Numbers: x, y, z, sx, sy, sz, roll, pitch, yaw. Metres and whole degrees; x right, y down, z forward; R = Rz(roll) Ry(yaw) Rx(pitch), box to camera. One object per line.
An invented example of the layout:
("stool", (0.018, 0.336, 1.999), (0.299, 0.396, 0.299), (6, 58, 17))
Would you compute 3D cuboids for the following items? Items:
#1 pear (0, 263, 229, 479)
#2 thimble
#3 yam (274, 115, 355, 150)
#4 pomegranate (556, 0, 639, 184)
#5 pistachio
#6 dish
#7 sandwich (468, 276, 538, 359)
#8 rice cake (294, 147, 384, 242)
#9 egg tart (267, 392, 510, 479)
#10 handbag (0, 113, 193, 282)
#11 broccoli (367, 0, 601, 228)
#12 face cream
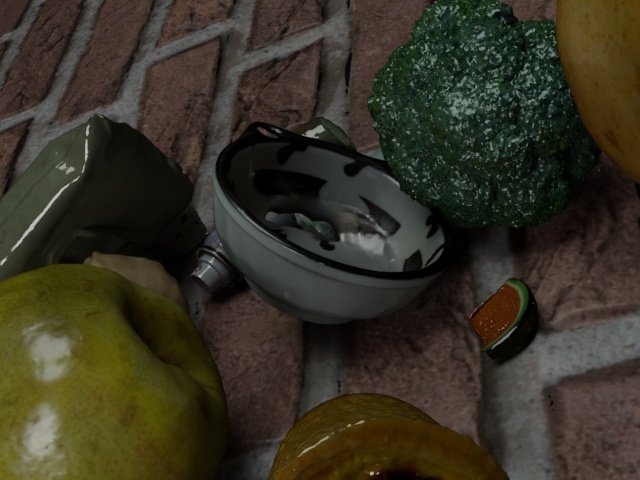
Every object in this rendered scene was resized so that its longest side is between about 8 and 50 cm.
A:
("pear", (-0.248, 0.176, 1.208), (0.304, 0.304, 0.304), (-21, 32, 14))
("thimble", (-0.207, -0.013, 1.664), (0.110, 0.062, 0.084), (-17, 34, 22))
("yam", (-0.030, -0.114, 1.661), (0.146, 0.069, 0.069), (-27, 31, 3))
("pomegranate", (0.415, -0.218, 1.123), (0.417, 0.416, 0.416), (-21, 32, 14))
("pistachio", (-0.233, 0.084, 1.456), (0.157, 0.157, 0.229), (-34, 7, -7))
("dish", (0.000, 0.000, 1.355), (0.303, 0.303, 0.120), (-90, 20, -60))
("sandwich", (0.185, 0.077, 1.243), (0.069, 0.026, 0.101), (-30, 27, 8))
("rice cake", (0.073, -0.076, 1.542), (0.222, 0.042, 0.080), (-38, 36, -16))
("egg tart", (0.047, 0.221, 0.996), (0.215, 0.215, 0.171), (-29, 14, 2))
("handbag", (-0.307, -0.012, 1.517), (0.316, 0.253, 0.109), (-48, 64, 9))
("broccoli", (0.193, -0.141, 1.354), (0.270, 0.270, 0.270), (-12, 0, 27))
("face cream", (-0.074, -0.021, 1.553), (0.075, 0.075, 0.229), (10, 49, 47))
